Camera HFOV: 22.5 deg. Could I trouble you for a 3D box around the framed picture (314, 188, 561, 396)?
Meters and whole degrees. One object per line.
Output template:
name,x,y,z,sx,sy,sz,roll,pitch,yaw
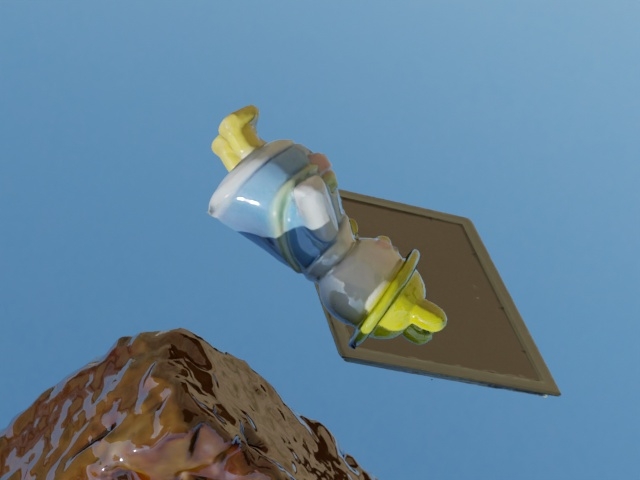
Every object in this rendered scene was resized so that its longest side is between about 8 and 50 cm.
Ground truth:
framed picture,0.087,0.045,1.568,0.232,0.019,0.296,12,-149,-22

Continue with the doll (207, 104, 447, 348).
doll,0.000,0.000,1.292,0.241,0.135,0.099,41,-144,2

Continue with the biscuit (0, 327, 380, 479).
biscuit,-0.148,0.270,1.349,0.342,0.395,0.166,42,-157,-36
